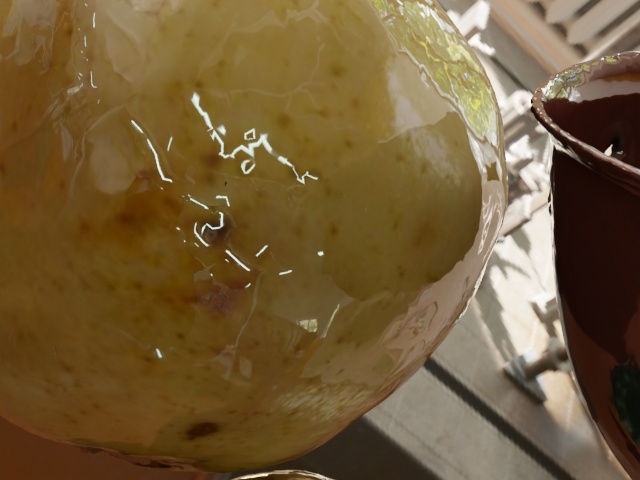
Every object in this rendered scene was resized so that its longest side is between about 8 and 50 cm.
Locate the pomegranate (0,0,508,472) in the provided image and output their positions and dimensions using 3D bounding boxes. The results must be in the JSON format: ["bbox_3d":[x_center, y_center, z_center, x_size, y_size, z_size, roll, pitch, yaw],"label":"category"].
[{"bbox_3d":[-0.080,-0.056,0.573,0.412,0.411,0.411,24,47,-28],"label":"pomegranate"}]

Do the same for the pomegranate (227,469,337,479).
[{"bbox_3d":[-0.018,0.265,0.569,0.215,0.215,0.215,24,47,-28],"label":"pomegranate"}]

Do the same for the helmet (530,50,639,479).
[{"bbox_3d":[0.279,0.049,0.432,0.385,0.230,0.337,-2,23,-19],"label":"helmet"}]
